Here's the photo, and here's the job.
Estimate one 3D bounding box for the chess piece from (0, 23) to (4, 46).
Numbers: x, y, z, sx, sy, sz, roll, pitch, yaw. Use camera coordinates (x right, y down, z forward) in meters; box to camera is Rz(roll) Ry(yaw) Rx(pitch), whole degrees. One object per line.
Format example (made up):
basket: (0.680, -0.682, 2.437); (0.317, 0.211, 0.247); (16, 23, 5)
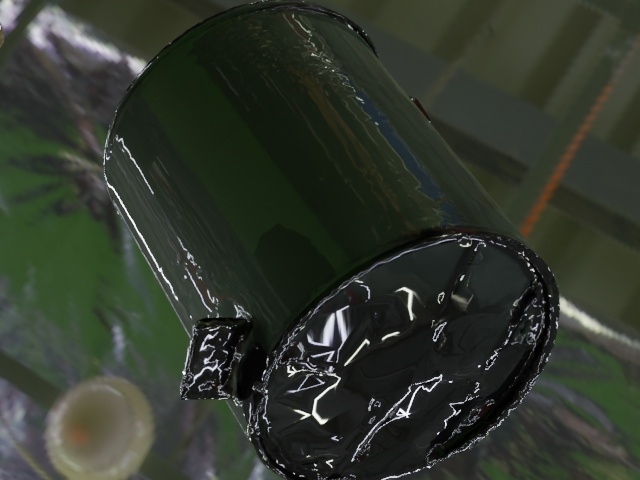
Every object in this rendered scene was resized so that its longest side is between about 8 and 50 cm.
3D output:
chess piece: (-0.280, -0.124, 1.314); (0.066, 0.066, 0.122); (12, -137, 24)

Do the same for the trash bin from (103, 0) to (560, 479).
trash bin: (0.000, 0.000, 1.226); (0.262, 0.277, 0.217); (55, -40, 41)
